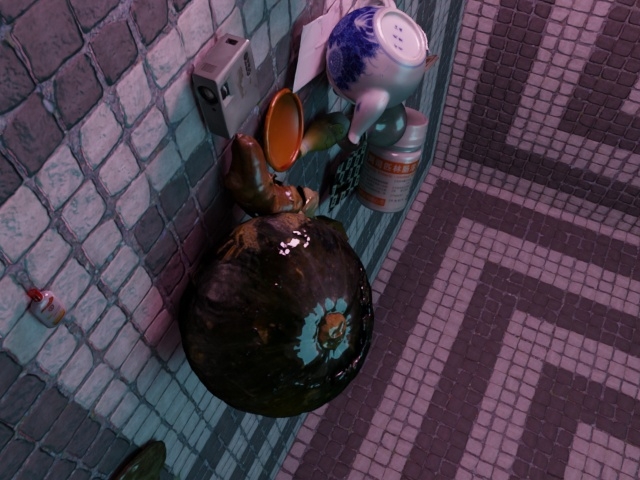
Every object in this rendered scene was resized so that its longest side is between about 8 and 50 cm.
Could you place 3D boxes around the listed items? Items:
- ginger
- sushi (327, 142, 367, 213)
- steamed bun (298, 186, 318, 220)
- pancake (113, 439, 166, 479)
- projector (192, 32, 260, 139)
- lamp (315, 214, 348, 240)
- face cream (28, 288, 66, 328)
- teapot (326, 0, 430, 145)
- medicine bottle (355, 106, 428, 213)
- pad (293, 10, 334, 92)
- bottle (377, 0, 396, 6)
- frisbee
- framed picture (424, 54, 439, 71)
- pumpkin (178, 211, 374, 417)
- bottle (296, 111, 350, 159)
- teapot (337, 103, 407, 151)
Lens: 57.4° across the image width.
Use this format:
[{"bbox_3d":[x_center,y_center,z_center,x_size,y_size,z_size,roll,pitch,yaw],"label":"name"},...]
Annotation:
[{"bbox_3d":[-0.129,-0.112,1.284,0.133,0.107,0.309,-40,159,5],"label":"ginger"},{"bbox_3d":[0.074,-0.220,1.977,0.279,0.043,0.192,-49,156,-51],"label":"sushi"},{"bbox_3d":[-0.082,-0.061,1.548,0.192,0.106,0.177,-57,168,-9],"label":"steamed bun"},{"bbox_3d":[-0.429,0.571,1.340,0.222,0.042,0.236,90,23,-44],"label":"pancake"},{"bbox_3d":[-0.166,-0.269,1.029,0.147,0.061,0.115,85,29,-59],"label":"projector"},{"bbox_3d":[0.000,0.000,1.823,0.161,0.161,0.185,-70,165,6],"label":"lamp"},{"bbox_3d":[-0.391,0.093,0.831,0.083,0.021,0.040,86,29,-58],"label":"face cream"},{"bbox_3d":[0.119,-0.444,1.476,0.280,0.253,0.423,-28,-128,52],"label":"teapot"},{"bbox_3d":[0.268,-0.305,2.211,0.211,0.211,0.371,-49,156,-51],"label":"medicine bottle"},{"bbox_3d":[-0.014,-0.448,1.379,0.232,0.004,0.156,-56,161,-55],"label":"pad"},{"bbox_3d":[0.165,-0.605,1.672,0.082,0.082,0.286,-55,161,-41],"label":"bottle"},{"bbox_3d":[-0.092,-0.253,1.348,0.192,0.035,0.191,10,90,-69],"label":"frisbee"},{"bbox_3d":[0.224,-0.510,1.798,0.289,0.212,0.020,-50,129,-50],"label":"framed picture"},{"bbox_3d":[-0.081,0.160,1.262,0.455,0.344,0.453,2,87,-41],"label":"pumpkin"},{"bbox_3d":[-0.004,-0.273,1.552,0.269,0.083,0.083,-47,155,-51],"label":"bottle"},{"bbox_3d":[0.154,-0.362,1.840,0.251,0.184,0.183,-35,146,-46],"label":"teapot"}]
